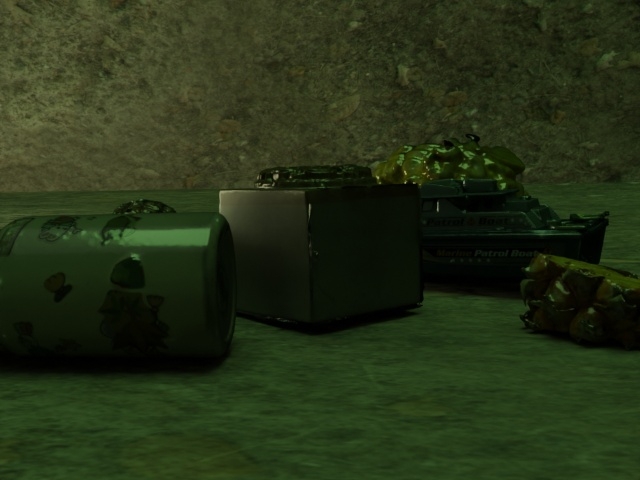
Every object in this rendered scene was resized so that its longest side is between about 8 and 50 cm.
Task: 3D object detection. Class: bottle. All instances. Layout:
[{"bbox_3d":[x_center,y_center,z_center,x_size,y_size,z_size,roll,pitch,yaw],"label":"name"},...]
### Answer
[{"bbox_3d":[-0.199,0.037,0.708,0.253,0.120,0.120,-1,7,5],"label":"bottle"}]

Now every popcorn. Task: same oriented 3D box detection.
[{"bbox_3d":[0.172,-0.056,1.171,0.189,0.169,0.218,-7,14,-42],"label":"popcorn"}]

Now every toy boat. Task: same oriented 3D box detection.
[{"bbox_3d":[0.166,-0.009,0.990,0.296,0.122,0.114,3,9,31],"label":"toy boat"}]

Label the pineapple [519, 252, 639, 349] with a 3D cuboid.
[{"bbox_3d":[0.244,0.057,0.755,0.116,0.069,0.137,0,14,-42],"label":"pineapple"}]

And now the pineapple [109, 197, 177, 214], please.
[{"bbox_3d":[-0.220,0.025,0.934,0.108,0.108,0.198,3,20,26],"label":"pineapple"}]

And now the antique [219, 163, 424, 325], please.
[{"bbox_3d":[0.000,0.000,0.859,0.147,0.147,0.152,-5,6,-40],"label":"antique"}]
